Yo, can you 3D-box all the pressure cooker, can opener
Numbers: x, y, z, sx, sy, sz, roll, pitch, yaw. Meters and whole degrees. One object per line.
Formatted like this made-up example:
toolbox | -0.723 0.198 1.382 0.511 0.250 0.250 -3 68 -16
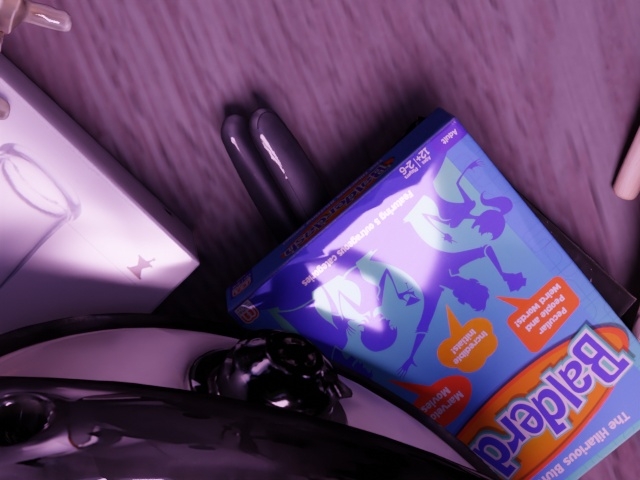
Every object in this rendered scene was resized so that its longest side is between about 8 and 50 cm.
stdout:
pressure cooker | -0.076 0.234 0.494 0.369 0.375 0.420 -14 139 -48
can opener | 0.000 0.000 0.666 0.186 0.059 0.073 51 47 -21

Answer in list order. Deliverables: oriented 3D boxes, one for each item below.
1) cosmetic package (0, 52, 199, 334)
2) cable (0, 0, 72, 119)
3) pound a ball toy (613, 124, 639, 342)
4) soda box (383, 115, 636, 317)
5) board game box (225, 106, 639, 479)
cosmetic package | -0.296 -0.022 0.592 0.377 0.097 0.284 44 90 -15
cable | -0.253 -0.133 0.484 0.287 0.072 0.139 26 118 -18
pound a ball toy | 0.268 -0.005 0.645 0.135 0.208 0.319 -4 127 -12
soda box | 0.108 0.000 0.682 0.169 0.053 0.060 40 95 -15
board game box | 0.075 0.057 0.629 0.160 0.047 0.210 -41 105 5
